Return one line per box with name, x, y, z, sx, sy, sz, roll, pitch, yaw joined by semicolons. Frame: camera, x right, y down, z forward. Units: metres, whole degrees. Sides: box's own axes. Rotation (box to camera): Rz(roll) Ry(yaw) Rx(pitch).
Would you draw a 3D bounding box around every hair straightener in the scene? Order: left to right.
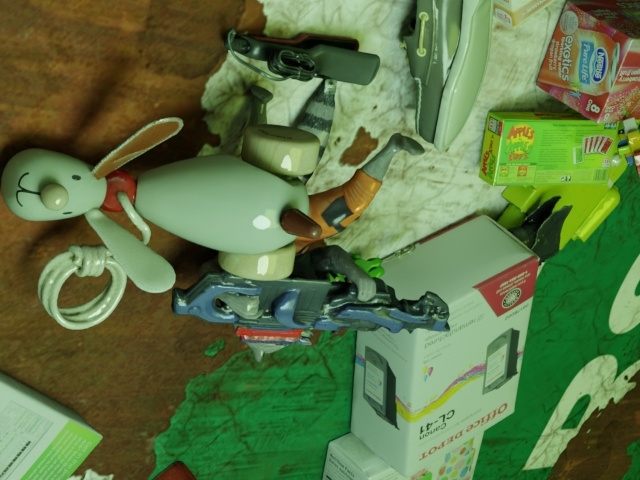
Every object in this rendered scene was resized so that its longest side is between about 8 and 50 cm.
hair straightener;-0.013;-0.197;1.618;0.230;0.089;0.047;6;118;-49

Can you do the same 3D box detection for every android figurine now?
android figurine;0.358;-0.088;2.141;0.273;0.056;0.248;-49;144;0

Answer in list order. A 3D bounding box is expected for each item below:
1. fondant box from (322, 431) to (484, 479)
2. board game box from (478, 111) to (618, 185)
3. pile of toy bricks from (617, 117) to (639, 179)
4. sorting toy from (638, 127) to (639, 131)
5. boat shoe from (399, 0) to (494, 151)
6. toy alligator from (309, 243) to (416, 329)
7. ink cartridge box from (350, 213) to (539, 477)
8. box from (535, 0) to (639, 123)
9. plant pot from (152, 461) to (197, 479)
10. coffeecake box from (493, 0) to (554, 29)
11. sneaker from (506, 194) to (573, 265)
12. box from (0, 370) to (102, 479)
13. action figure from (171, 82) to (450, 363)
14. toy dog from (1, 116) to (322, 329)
fondant box;0.108;0.410;2.264;0.238;0.096;0.330;-20;134;-36
board game box;0.305;-0.123;2.000;0.181;0.043;0.092;-2;109;-24
pile of toy bricks;0.469;-0.113;2.029;0.118;0.105;0.212;-17;174;10
sorting toy;0.475;-0.187;2.214;0.062;0.012;0.083;-24;133;-39
boat shoe;0.146;-0.246;1.747;0.109;0.091;0.305;-47;152;-48
toy alligator;0.039;0.043;1.916;0.190;0.056;0.051;-37;101;-19
ink cartridge box;0.169;0.146;2.073;0.226;0.131;0.306;-26;136;-29
box;0.430;-0.246;2.022;0.257;0.123;0.128;-9;128;-43
plant pot;-0.181;0.499;1.911;0.267;0.236;0.267;-38;142;-17
coffeecake box;0.252;-0.368;1.773;0.142;0.068;0.185;-36;141;-20
sneaker;0.299;0.019;2.093;0.089;0.051;0.170;-20;135;-23
box;-0.406;0.237;1.599;0.232;0.058;0.322;-50;143;-2
action figure;0.000;0.000;1.738;0.341;0.178;0.330;12;119;-24
toy dog;-0.132;-0.028;1.499;0.334;0.161;0.220;-19;112;-20
